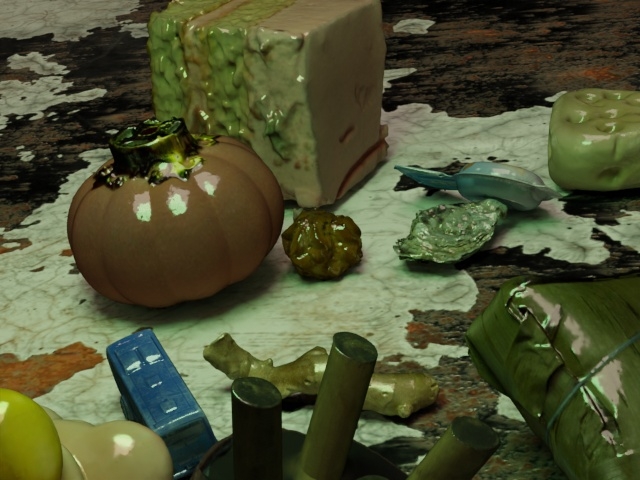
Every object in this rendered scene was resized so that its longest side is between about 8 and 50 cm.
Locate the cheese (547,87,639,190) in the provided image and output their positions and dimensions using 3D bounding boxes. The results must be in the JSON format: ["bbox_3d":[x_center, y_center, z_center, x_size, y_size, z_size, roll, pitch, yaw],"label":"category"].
[{"bbox_3d":[0.439,-0.149,2.055,0.218,0.117,0.235,12,32,33],"label":"cheese"}]

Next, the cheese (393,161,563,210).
[{"bbox_3d":[0.234,-0.082,2.008,0.244,0.052,0.135,9,-10,37],"label":"cheese"}]

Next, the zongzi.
[{"bbox_3d":[0.367,0.184,1.432,0.322,0.160,0.360,-7,48,-27],"label":"zongzi"}]

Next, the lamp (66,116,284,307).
[{"bbox_3d":[-0.204,-0.047,1.902,0.305,0.240,0.305,-11,25,5],"label":"lamp"}]

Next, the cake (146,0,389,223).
[{"bbox_3d":[-0.074,-0.237,2.172,0.306,0.314,0.293,9,30,33],"label":"cake"}]

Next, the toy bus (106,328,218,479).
[{"bbox_3d":[-0.183,0.185,1.606,0.079,0.094,0.236,-17,28,-16],"label":"toy bus"}]

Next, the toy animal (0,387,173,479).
[{"bbox_3d":[-0.226,0.258,1.316,0.345,0.278,0.246,15,21,43],"label":"toy animal"}]

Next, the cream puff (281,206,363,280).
[{"bbox_3d":[0.000,0.000,1.918,0.122,0.094,0.116,-29,31,-28],"label":"cream puff"}]

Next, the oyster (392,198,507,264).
[{"bbox_3d":[0.177,-0.011,1.925,0.125,0.064,0.177,16,34,28],"label":"oyster"}]

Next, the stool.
[{"bbox_3d":[0.017,0.229,1.278,0.272,0.179,0.272,16,28,-8],"label":"stool"}]

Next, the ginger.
[{"bbox_3d":[-0.001,0.157,1.635,0.288,0.075,0.089,9,54,22],"label":"ginger"}]
